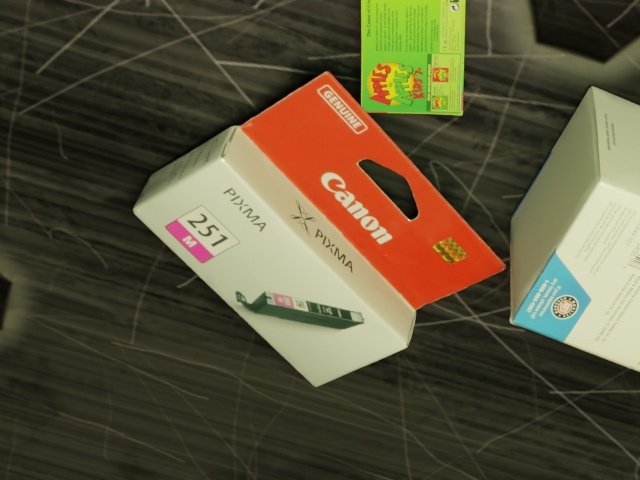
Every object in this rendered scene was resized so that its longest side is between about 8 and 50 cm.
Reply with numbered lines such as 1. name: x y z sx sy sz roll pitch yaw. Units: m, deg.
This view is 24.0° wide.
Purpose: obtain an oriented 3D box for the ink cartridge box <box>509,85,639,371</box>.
1. ink cartridge box: 0.311 0.007 1.357 0.233 0.168 0.171 22 124 -8

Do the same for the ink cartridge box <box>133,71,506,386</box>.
1. ink cartridge box: 0.000 0.000 1.431 0.239 0.060 0.275 -27 118 36

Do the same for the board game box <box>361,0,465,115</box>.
1. board game box: 0.082 -0.200 1.320 0.092 0.043 0.181 2 124 6
